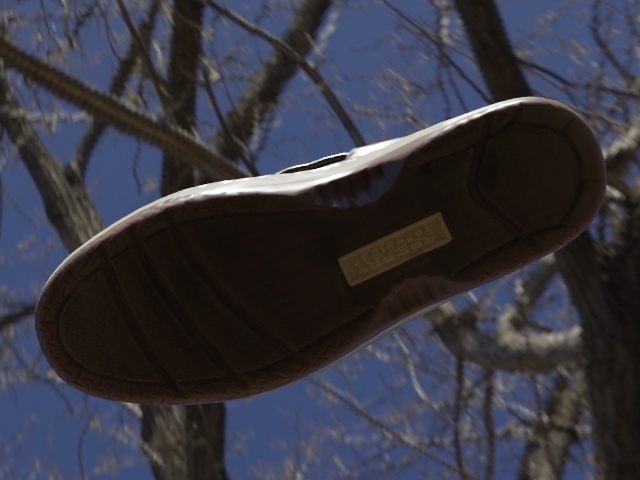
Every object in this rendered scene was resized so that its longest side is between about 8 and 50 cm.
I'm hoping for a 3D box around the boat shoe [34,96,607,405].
[{"bbox_3d":[0.003,0.008,0.825,0.257,0.095,0.095,-16,-86,5],"label":"boat shoe"}]
